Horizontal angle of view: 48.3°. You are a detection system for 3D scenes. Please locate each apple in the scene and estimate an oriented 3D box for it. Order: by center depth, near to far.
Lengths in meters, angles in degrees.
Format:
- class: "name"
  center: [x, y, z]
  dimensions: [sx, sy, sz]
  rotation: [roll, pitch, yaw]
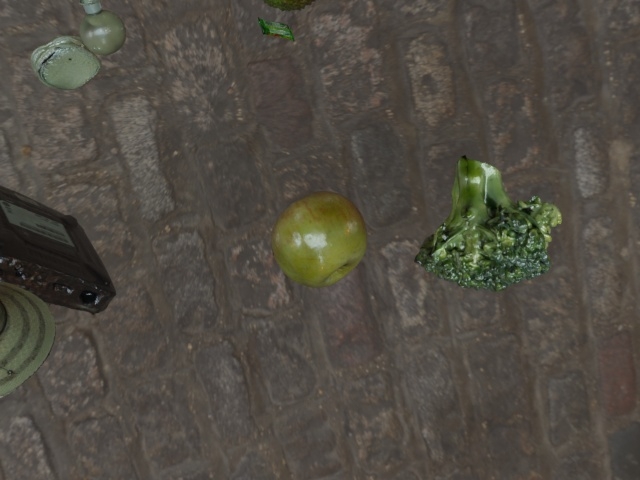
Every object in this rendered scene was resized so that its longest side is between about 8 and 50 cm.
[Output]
- class: "apple"
  center: [0.000, 0.000, 1.759]
  dimensions: [0.261, 0.261, 0.194]
  rotation: [-33, 71, -2]

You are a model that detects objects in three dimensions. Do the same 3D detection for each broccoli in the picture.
- class: "broccoli"
  center: [0.305, -0.028, 1.329]
  dimensions: [0.288, 0.248, 0.245]
  rotation: [5, 89, 34]

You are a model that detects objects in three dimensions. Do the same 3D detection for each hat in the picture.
- class: "hat"
  center: [-0.509, 0.108, 1.006]
  dimensions: [0.252, 0.252, 0.110]
  rotation: [1, 133, -9]

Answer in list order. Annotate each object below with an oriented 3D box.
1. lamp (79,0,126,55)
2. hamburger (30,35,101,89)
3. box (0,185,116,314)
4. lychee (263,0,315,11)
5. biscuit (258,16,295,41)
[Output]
- class: "lamp"
  center: [-0.446, -0.451, 1.415]
  dimensions: [0.091, 0.091, 0.163]
  rotation: [-16, 135, -6]
- class: "hamburger"
  center: [-0.577, -0.398, 1.615]
  dimensions: [0.140, 0.133, 0.062]
  rotation: [-32, 60, 1]
- class: "box"
  center: [-0.628, -0.002, 1.528]
  dimensions: [0.091, 0.350, 0.359]
  rotation: [-50, 139, 9]
- class: "lychee"
  center: [-0.058, -0.511, 1.328]
  dimensions: [0.171, 0.171, 0.171]
  rotation: [-2, 100, -9]
- class: "biscuit"
  center: [-0.096, -0.449, 1.519]
  dimensions: [0.089, 0.016, 0.046]
  rotation: [-3, 60, -41]
